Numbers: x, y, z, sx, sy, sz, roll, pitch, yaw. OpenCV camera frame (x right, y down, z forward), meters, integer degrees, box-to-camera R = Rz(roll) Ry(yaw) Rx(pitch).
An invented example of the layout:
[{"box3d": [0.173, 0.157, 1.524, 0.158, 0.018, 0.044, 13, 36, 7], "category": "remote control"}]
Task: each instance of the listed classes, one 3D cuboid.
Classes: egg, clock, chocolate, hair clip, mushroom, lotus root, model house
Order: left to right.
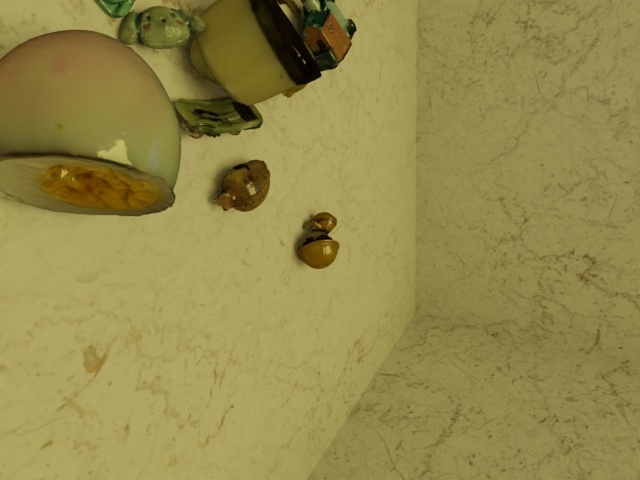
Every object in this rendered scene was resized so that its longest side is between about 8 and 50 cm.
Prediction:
[{"box3d": [-0.456, -0.249, 0.832, 0.354, 0.355, 0.339, 22, 62, -60], "category": "egg"}, {"box3d": [-0.491, -0.594, 0.970, 0.135, 0.041, 0.101, 42, 61, -56], "category": "clock"}, {"box3d": [-0.314, -0.368, 1.293, 0.091, 0.138, 0.321, -46, 171, 34], "category": "hair clip"}, {"box3d": [-0.244, -0.189, 1.414, 0.256, 0.140, 0.154, -59, 151, -44], "category": "lotus root"}, {"box3d": [-0.199, -0.541, 1.232, 0.326, 0.297, 0.314, 52, 20, -12], "category": "chocolate"}, {"box3d": [-0.111, -0.873, 1.552, 0.187, 0.061, 0.060, -4, 100, -64], "category": "mushroom"}, {"box3d": [-0.013, -0.841, 1.636, 0.291, 0.185, 0.253, 49, 57, -41], "category": "model house"}]

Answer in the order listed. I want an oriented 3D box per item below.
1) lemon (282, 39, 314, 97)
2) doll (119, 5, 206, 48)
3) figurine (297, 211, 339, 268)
[{"box3d": [-0.108, -0.618, 1.507, 0.173, 0.174, 0.206, -6, 106, -60], "category": "lemon"}, {"box3d": [-0.400, -0.538, 1.067, 0.214, 0.071, 0.103, -20, 81, -20], "category": "doll"}, {"box3d": [0.004, 0.000, 1.872, 0.192, 0.167, 0.256, 27, 72, -45], "category": "figurine"}]
